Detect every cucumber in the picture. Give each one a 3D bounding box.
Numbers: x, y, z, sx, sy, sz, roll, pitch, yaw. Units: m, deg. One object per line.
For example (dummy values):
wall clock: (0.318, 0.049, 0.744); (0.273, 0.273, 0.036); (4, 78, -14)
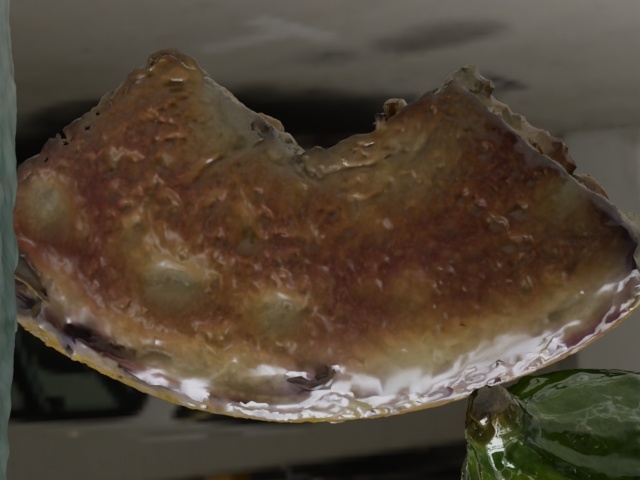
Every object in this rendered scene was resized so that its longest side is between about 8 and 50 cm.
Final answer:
cucumber: (0.130, 0.101, 0.603); (0.134, 0.134, 0.244); (-7, 152, 45)

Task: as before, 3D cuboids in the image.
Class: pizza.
pizza: (0.000, 0.000, 0.728); (0.305, 0.161, 0.085); (2, -178, 6)

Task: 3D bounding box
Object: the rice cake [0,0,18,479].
rice cake: (-0.094, -0.030, 0.336); (0.066, 0.336, 0.063); (1, 163, -12)
